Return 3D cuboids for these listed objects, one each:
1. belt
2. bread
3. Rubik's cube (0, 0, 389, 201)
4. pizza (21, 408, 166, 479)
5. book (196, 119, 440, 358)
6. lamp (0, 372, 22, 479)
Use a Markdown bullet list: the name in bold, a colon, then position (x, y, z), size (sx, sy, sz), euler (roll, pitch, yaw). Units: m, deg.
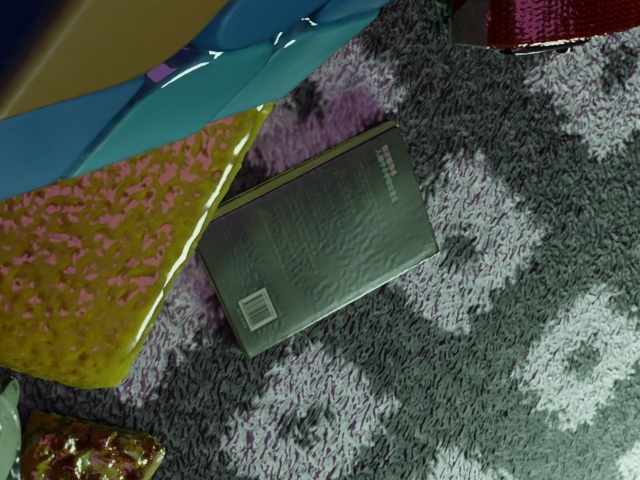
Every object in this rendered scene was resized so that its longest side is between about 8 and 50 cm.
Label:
- **belt**: position (0.208, -0.231, 0.864), size (0.201, 0.128, 0.124), euler (-13, 113, -22)
- **bread**: position (-0.235, -0.074, 0.705), size (0.333, 0.143, 0.323), euler (28, 97, -31)
- **Rubik's cube**: position (-0.102, -0.260, 0.453), size (0.344, 0.346, 0.347), euler (-29, 84, -50)
- **pizza**: position (-0.237, 0.220, 0.873), size (0.175, 0.046, 0.134), euler (-37, 121, -8)
- **book**: position (0.000, 0.000, 0.914), size (0.228, 0.024, 0.160), euler (-28, 120, -13)
- **lamp**: position (-0.348, 0.152, 0.693), size (0.244, 0.198, 0.197), euler (-1, 115, 16)
